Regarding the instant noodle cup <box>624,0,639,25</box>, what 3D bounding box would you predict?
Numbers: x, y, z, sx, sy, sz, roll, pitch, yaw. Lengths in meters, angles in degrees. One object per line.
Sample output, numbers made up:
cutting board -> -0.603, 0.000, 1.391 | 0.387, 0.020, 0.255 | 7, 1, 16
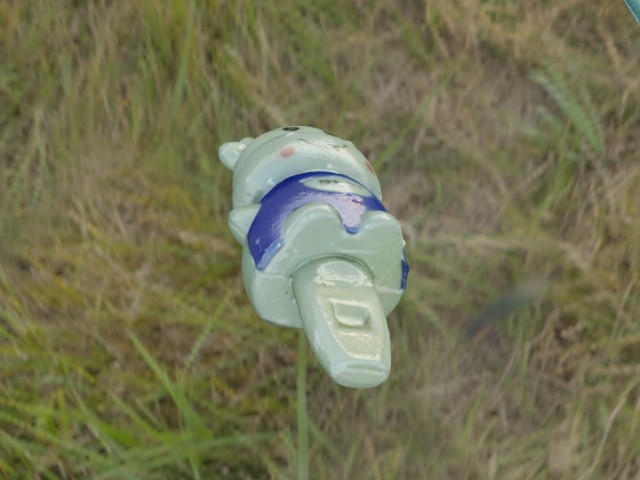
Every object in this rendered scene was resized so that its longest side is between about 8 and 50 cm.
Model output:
instant noodle cup -> 0.334, -0.248, 1.659 | 0.179, 0.070, 0.157 | -29, 100, 31

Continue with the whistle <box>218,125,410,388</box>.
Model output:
whistle -> 0.000, 0.000, 1.139 | 0.110, 0.092, 0.244 | 10, 32, -19
